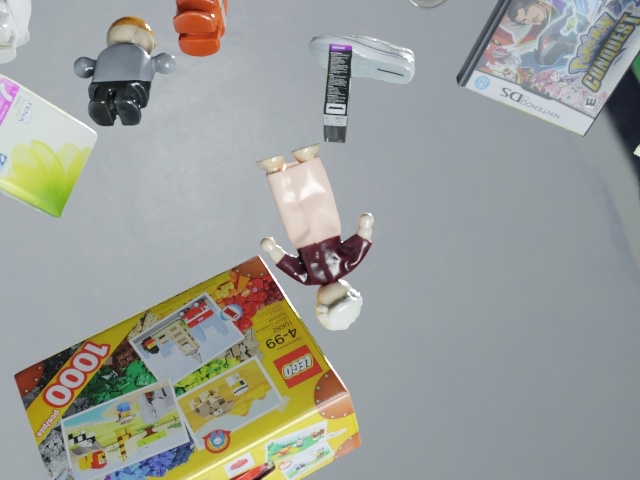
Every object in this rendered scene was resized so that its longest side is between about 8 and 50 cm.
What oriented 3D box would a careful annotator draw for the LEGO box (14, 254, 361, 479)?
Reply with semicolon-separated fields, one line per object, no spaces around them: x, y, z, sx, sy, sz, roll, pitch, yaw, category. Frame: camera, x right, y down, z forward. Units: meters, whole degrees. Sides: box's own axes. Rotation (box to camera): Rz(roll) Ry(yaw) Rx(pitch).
-0.239;0.305;1.660;0.372;0.500;0.193;53;-15;39;LEGO box

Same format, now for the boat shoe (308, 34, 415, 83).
0.087;-0.386;1.927;0.083;0.226;0.075;115;-10;-49;boat shoe

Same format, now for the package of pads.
-0.669;-0.215;2.062;0.297;0.229;0.101;34;-19;-37;package of pads

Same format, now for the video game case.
0.396;-0.330;1.519;0.248;0.274;0.035;20;32;-11;video game case

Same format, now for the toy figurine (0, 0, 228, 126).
-0.198;-0.231;0.841;0.213;0.209;0.148;26;48;-30;toy figurine

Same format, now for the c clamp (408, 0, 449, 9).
0.161;-0.408;1.386;0.137;0.161;0.022;46;42;-31;c clamp

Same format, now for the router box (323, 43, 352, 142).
0.032;-0.266;1.699;0.179;0.046;0.133;87;8;-80;router box

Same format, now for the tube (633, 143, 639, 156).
0.495;-0.190;1.148;0.070;0.240;0.062;39;16;37;tube

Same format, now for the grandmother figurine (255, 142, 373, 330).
0.000;0.000;1.688;0.104;0.208;0.342;-41;116;-74;grandmother figurine
